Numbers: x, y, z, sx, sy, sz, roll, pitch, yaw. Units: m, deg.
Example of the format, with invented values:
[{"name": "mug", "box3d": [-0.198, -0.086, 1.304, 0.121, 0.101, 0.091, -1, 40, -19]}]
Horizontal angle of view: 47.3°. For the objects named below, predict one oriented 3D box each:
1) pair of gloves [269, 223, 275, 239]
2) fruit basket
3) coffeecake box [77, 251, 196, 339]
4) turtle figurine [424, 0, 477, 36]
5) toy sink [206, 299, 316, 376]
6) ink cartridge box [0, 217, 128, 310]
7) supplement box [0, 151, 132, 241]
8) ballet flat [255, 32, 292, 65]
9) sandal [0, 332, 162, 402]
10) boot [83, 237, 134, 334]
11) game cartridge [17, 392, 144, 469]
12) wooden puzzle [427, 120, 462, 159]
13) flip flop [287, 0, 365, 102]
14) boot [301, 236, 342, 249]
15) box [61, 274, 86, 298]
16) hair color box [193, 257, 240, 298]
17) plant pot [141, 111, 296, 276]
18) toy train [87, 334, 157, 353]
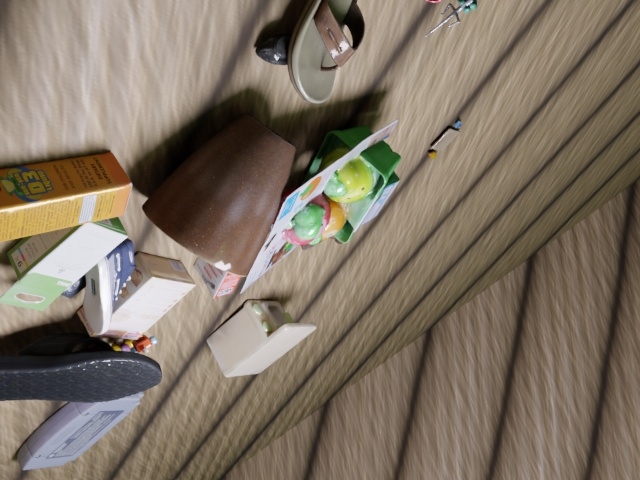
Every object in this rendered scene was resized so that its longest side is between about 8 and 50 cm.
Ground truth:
[{"name": "pair of gloves", "box3d": [-0.089, -0.029, 1.660, 0.074, 0.010, 0.083, -39, 156, 8]}, {"name": "fruit basket", "box3d": [0.004, -0.061, 1.450, 0.353, 0.165, 0.327, -47, 172, -40]}, {"name": "coffeecake box", "box3d": [-0.369, 0.116, 1.475, 0.185, 0.068, 0.142, -42, 156, 13]}, {"name": "turtle figurine", "box3d": [0.184, -0.446, 1.121, 0.175, 0.118, 0.234, 26, 123, -18]}, {"name": "toy sink", "box3d": [-0.156, 0.241, 1.929, 0.234, 0.131, 0.153, -40, 157, 22]}, {"name": "ink cartridge box", "box3d": [-0.437, 0.024, 1.213, 0.209, 0.062, 0.109, -40, 157, 9]}, {"name": "supplement box", "box3d": [-0.403, -0.064, 1.075, 0.233, 0.078, 0.080, -18, 151, -37]}, {"name": "ballet flat", "box3d": [-0.033, -0.307, 1.182, 0.173, 0.049, 0.057, -7, 102, -51]}, {"name": "sandal", "box3d": [-0.520, 0.235, 1.413, 0.446, 0.107, 0.167, 7, 140, -31]}, {"name": "boot", "box3d": [-0.384, 0.086, 1.350, 0.086, 0.069, 0.190, -28, 142, -43]}, {"name": "game cartridge", "box3d": [-0.608, 0.467, 1.836, 0.297, 0.062, 0.198, -41, 152, 11]}, {"name": "wooden puzzle", "box3d": [0.302, -0.246, 1.786, 0.116, 0.014, 0.078, -44, 160, 18]}, {"name": "flip flop", "box3d": [0.030, -0.331, 1.108, 0.112, 0.080, 0.277, -16, 137, -50]}, {"name": "boot", "box3d": [0.000, 0.000, 1.803, 0.114, 0.037, 0.106, -33, 144, -14]}, {"name": "box", "box3d": [-0.456, 0.070, 1.330, 0.067, 0.018, 0.083, -37, 157, 1]}, {"name": "hair color box", "box3d": [-0.198, 0.032, 1.520, 0.053, 0.093, 0.167, -14, 149, -41]}, {"name": "plant pot", "box3d": [-0.148, -0.093, 1.246, 0.230, 0.215, 0.215, -54, 154, 6]}, {"name": "toy train", "box3d": [-0.442, 0.235, 1.578, 0.166, 0.046, 0.125, -28, -162, -15]}]
